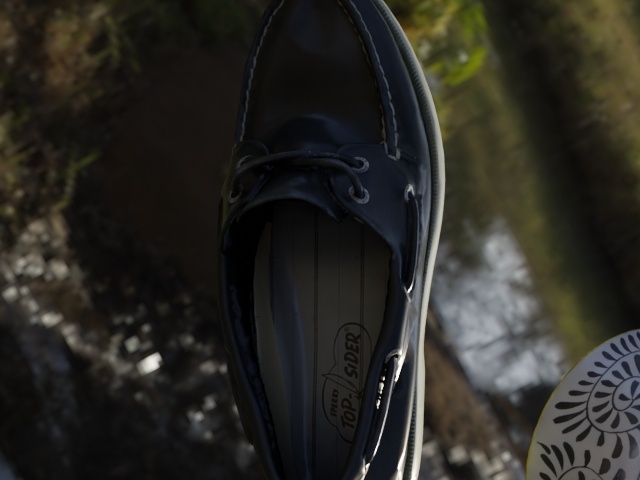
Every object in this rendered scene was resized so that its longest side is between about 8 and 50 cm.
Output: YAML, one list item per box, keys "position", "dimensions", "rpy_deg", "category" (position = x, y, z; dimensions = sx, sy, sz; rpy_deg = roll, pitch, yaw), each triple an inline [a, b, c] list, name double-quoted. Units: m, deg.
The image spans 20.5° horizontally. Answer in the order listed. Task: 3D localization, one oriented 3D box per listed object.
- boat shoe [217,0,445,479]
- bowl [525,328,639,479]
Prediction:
- position: [-0.004, 0.001, 1.021]
  dimensions: [0.113, 0.127, 0.340]
  rpy_deg: [17, 75, -71]
  category: "boat shoe"
- position: [0.213, 0.142, 1.050]
  dimensions: [0.170, 0.170, 0.080]
  rpy_deg: [56, -18, -24]
  category: "bowl"
